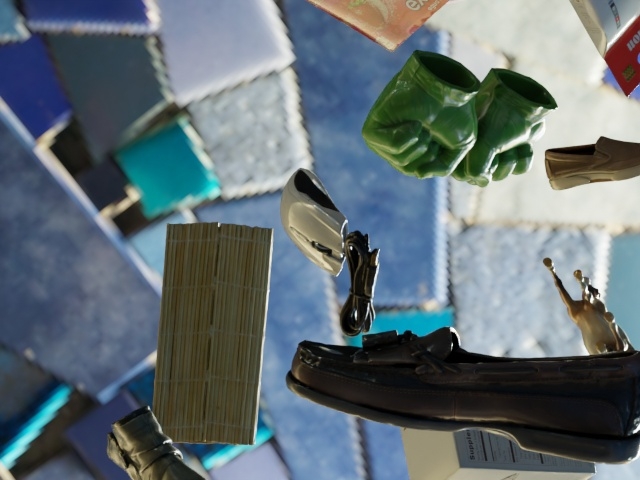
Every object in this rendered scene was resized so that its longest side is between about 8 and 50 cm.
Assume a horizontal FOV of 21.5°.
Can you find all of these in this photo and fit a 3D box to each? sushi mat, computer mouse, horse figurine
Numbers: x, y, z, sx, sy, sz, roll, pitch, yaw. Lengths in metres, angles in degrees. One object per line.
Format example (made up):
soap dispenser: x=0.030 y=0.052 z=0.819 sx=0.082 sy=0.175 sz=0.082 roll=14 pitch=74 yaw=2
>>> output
sushi mat: x=-0.152 y=0.131 z=2.357 sx=0.019 sy=0.151 sz=0.317 roll=-149 pitch=-116 yaw=-80
computer mouse: x=0.000 y=0.000 z=1.645 sx=0.193 sy=0.042 sz=0.106 roll=-128 pitch=-147 yaw=-47
horse figurine: x=0.389 y=0.127 z=2.311 sx=0.174 sy=0.066 sz=0.263 roll=53 pitch=5 yaw=-47

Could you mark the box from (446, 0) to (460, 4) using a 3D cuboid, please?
box: x=0.147 y=-0.486 z=2.415 sx=0.213 sy=0.117 sz=0.243 roll=18 pitch=67 yaw=-57

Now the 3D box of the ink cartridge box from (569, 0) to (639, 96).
ink cartridge box: x=0.375 y=-0.281 z=2.001 sx=0.045 sy=0.145 sz=0.179 roll=9 pitch=-39 yaw=56

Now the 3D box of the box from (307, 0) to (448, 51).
box: x=0.099 y=-0.316 z=1.697 sx=0.122 sy=0.257 sz=0.128 roll=30 pitch=60 yaw=-14

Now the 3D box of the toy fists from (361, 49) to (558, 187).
toy fists: x=0.168 y=-0.135 z=2.043 sx=0.279 sy=0.142 sz=0.096 roll=4 pitch=41 yaw=-46

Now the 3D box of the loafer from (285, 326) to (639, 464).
loafer: x=0.125 y=0.109 z=1.410 sx=0.302 sy=0.095 sz=0.109 roll=11 pitch=13 yaw=6

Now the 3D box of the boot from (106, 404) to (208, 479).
boot: x=-0.167 y=0.278 z=1.787 sx=0.161 sy=0.083 sz=0.246 roll=50 pitch=-31 yaw=21

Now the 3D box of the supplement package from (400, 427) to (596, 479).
supplement package: x=0.194 y=0.226 z=1.856 sx=0.179 sy=0.105 sz=0.105 roll=6 pitch=58 yaw=-26

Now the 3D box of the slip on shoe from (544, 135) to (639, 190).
slip on shoe: x=0.287 y=-0.084 z=1.681 sx=0.051 sy=0.135 sz=0.041 roll=-38 pitch=113 yaw=-53
